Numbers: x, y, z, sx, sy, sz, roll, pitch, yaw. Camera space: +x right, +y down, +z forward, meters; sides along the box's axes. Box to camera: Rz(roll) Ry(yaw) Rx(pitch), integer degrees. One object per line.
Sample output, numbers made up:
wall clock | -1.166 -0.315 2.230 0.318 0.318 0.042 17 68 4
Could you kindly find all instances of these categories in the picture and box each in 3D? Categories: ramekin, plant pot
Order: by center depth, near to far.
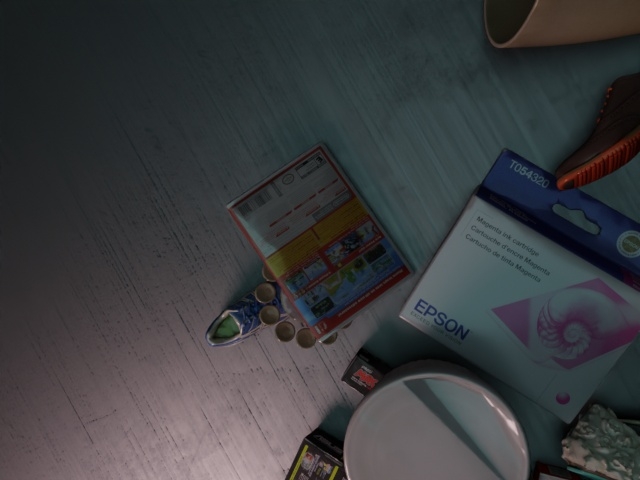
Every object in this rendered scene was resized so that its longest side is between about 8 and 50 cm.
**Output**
plant pot | 0.404 -0.388 0.768 0.273 0.256 0.257 4 97 -3
ramekin | 0.178 0.313 0.874 0.272 0.127 0.273 1 97 10

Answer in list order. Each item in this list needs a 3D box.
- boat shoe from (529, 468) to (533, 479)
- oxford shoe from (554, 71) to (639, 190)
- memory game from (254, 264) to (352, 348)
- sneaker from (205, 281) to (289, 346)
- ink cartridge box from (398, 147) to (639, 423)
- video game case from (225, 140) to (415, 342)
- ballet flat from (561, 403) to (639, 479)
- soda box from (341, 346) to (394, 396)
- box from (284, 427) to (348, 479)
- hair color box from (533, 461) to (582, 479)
boat shoe | 0.244 0.424 0.951 0.233 0.079 0.084 -20 90 16
oxford shoe | 0.459 -0.183 0.848 0.271 0.097 0.098 -39 66 9
memory game | -0.023 0.096 0.975 0.186 0.012 0.186 1 84 -9
sneaker | -0.115 0.131 0.998 0.211 0.081 0.080 -37 84 7
ink cartridge box | 0.347 0.070 0.899 0.324 0.071 0.330 31 103 9
video game case | 0.000 0.000 0.960 0.204 0.025 0.285 -35 87 -5
ballet flat | 0.584 0.368 0.847 0.408 0.147 0.147 23 100 10
soda box | 0.122 0.263 0.974 0.168 0.053 0.060 33 101 8
box | 0.017 0.514 0.997 0.216 0.060 0.270 27 100 22
hair color box | 0.388 0.455 0.938 0.071 0.043 0.141 11 97 12
